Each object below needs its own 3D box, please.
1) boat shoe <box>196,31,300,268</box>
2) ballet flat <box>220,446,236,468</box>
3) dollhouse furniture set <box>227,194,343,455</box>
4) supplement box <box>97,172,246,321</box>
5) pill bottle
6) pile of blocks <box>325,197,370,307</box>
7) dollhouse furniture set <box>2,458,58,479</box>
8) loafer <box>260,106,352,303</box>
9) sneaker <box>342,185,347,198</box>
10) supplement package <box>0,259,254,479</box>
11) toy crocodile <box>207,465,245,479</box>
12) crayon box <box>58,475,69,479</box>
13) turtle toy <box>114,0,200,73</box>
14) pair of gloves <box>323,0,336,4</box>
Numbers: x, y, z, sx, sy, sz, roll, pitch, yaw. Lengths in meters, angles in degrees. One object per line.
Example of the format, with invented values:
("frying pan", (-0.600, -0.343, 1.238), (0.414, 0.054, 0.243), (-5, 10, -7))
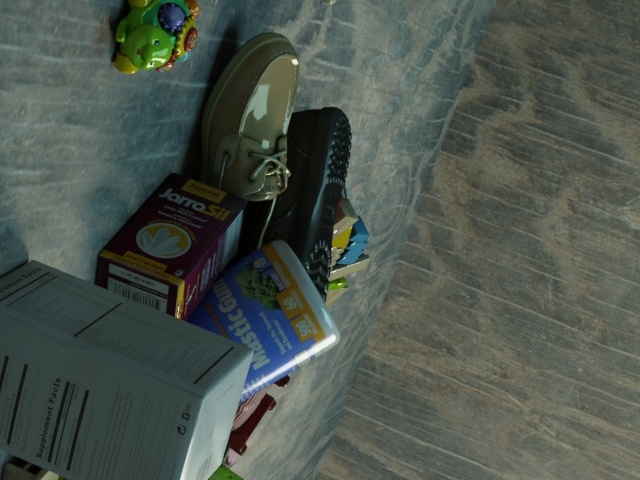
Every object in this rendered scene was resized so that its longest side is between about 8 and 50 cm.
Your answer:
("boat shoe", (-0.085, -0.090, 1.719), (0.122, 0.110, 0.341), (-8, 125, -44))
("ballet flat", (-0.174, 0.329, 2.326), (0.079, 0.077, 0.221), (-40, 155, -40))
("dollhouse furniture set", (-0.067, 0.103, 2.035), (0.374, 0.152, 0.201), (-56, 177, -42))
("supplement box", (-0.172, 0.013, 1.606), (0.188, 0.104, 0.081), (-56, 163, -50))
("pill bottle", (-0.126, 0.127, 1.671), (0.272, 0.152, 0.152), (-31, 163, -5))
("pile of blocks", (0.000, 0.000, 2.308), (0.149, 0.112, 0.362), (-17, 156, -22))
("dollhouse furniture set", (-0.259, 0.184, 1.516), (0.161, 0.101, 0.182), (-50, 159, -59))
("loafer", (-0.054, -0.005, 1.847), (0.134, 0.130, 0.366), (36, 66, -71))
("sneaker", (-0.004, -0.032, 2.449), (0.078, 0.067, 0.188), (8, 106, -85))
("supplement package", (-0.209, 0.135, 1.283), (0.139, 0.244, 0.134), (-39, 148, -67))
("toy crocodile", (-0.228, 0.545, 2.340), (0.105, 0.115, 0.340), (6, 105, -79))
("crayon box", (-0.336, 0.465, 1.680), (0.363, 0.106, 0.313), (100, 14, -48))
("turtle toy", (-0.160, -0.203, 1.347), (0.130, 0.066, 0.095), (-49, 158, -60))
("pair of gloves", (0.061, -0.480, 1.974), (0.240, 0.042, 0.204), (-59, 169, -34))
